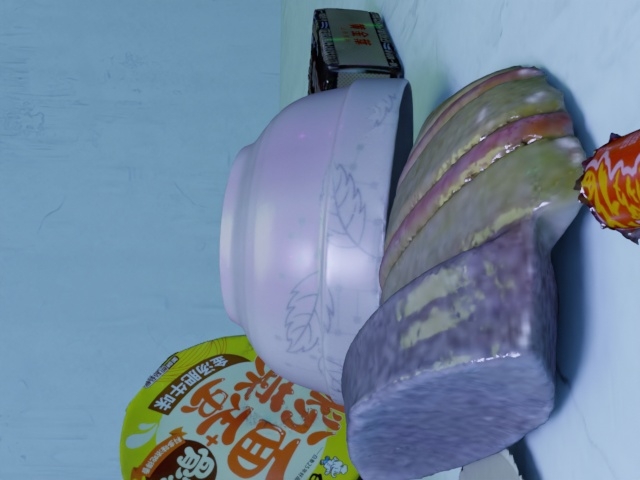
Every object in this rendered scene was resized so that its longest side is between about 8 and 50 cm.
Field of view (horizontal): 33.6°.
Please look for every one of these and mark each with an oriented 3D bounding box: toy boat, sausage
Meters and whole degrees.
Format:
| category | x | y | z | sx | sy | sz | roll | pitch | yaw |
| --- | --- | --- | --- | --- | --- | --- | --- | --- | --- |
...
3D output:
| category | x | y | z | sx | sy | sz | roll | pitch | yaw |
| --- | --- | --- | --- | --- | --- | --- | --- | --- | --- |
| toy boat | 0.085 | 0.006 | 0.664 | 0.276 | 0.111 | 0.293 | 135 | 146 | -72 |
| sausage | 0.144 | -0.028 | 0.393 | 0.145 | 0.048 | 0.050 | 154 | 113 | -80 |

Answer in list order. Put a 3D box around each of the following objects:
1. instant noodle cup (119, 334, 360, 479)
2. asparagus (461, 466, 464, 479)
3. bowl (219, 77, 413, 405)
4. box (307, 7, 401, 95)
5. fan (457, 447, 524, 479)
| category | x | y | z | sx | sy | sz | roll | pitch | yaw |
| --- | --- | --- | --- | --- | --- | --- | --- | --- | --- |
| instant noodle cup | -0.090 | 0.302 | 1.356 | 0.221 | 0.311 | 0.311 | 86 | 180 | -48 |
| asparagus | 0.105 | 0.266 | 0.733 | 0.024 | 0.025 | 0.248 | 8 | -97 | -67 |
| bowl | 0.000 | 0.000 | 0.924 | 0.287 | 0.143 | 0.287 | 3 | -90 | -81 |
| box | 0.027 | -0.096 | 1.266 | 0.198 | 0.084 | 0.310 | -98 | 12 | -59 |
| fan | 0.116 | 0.230 | 0.598 | 0.329 | 0.009 | 0.191 | -144 | 58 | -77 |
